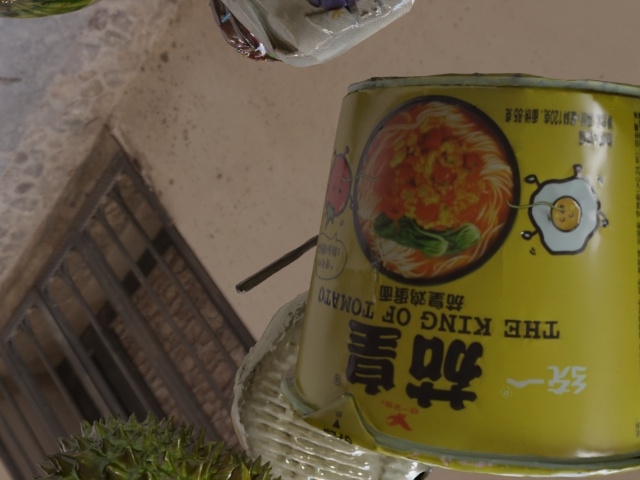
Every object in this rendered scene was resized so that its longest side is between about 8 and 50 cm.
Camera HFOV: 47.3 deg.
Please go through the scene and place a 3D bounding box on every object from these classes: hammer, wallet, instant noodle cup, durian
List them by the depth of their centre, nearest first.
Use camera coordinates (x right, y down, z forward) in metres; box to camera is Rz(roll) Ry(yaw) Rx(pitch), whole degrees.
[{"bbox_3d":[0.135,0.009,0.590,0.325,0.326,0.254,-7,102,-60],"label":"instant noodle cup"},{"bbox_3d":[-0.148,0.272,0.603,0.291,0.291,0.224,-43,-177,16],"label":"durian"},{"bbox_3d":[-0.039,-0.332,0.817,0.335,0.275,0.068,-19,-151,50],"label":"wallet"},{"bbox_3d":[0.000,0.000,0.836,0.029,0.058,0.292,-16,-169,40],"label":"hammer"}]

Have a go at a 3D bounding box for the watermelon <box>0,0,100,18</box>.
[{"bbox_3d":[-0.306,-0.358,0.719,0.285,0.285,0.285,-34,163,-12],"label":"watermelon"}]

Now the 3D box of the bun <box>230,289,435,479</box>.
[{"bbox_3d":[0.031,0.229,1.100,0.360,0.359,0.211,-39,-163,6],"label":"bun"}]

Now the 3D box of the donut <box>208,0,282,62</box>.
[{"bbox_3d":[-0.111,-0.426,1.337,0.096,0.216,0.230,-8,-168,35],"label":"donut"}]
